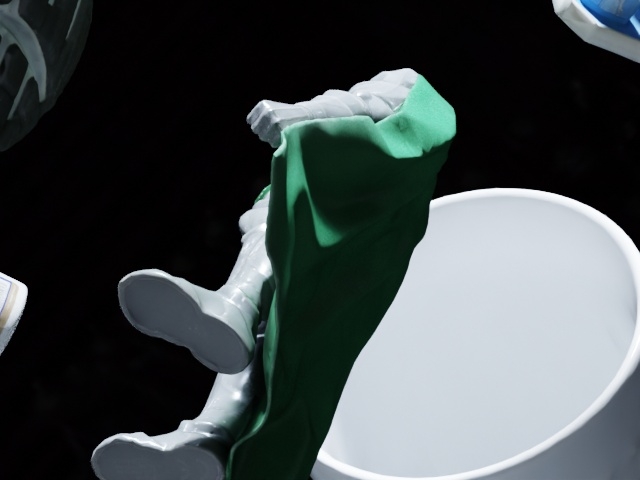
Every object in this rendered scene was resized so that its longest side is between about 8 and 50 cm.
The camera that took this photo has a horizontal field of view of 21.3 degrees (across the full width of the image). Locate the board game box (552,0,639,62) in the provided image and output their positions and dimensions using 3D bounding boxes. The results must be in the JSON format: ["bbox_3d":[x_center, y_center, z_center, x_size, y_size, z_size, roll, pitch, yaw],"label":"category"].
[{"bbox_3d":[0.275,-0.196,0.934,0.390,0.390,0.050,17,-47,-22],"label":"board game box"}]

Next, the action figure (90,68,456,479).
[{"bbox_3d":[0.000,0.000,0.522,0.063,0.232,0.137,19,-66,10],"label":"action figure"}]

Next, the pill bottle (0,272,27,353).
[{"bbox_3d":[-0.282,0.038,1.249,0.120,0.067,0.067,27,-23,-18],"label":"pill bottle"}]

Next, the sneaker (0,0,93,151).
[{"bbox_3d":[-0.159,-0.080,0.502,0.094,0.208,0.081,34,-71,37],"label":"sneaker"}]

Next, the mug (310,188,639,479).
[{"bbox_3d":[0.147,0.139,1.317,0.276,0.374,0.328,-16,-49,12],"label":"mug"}]
